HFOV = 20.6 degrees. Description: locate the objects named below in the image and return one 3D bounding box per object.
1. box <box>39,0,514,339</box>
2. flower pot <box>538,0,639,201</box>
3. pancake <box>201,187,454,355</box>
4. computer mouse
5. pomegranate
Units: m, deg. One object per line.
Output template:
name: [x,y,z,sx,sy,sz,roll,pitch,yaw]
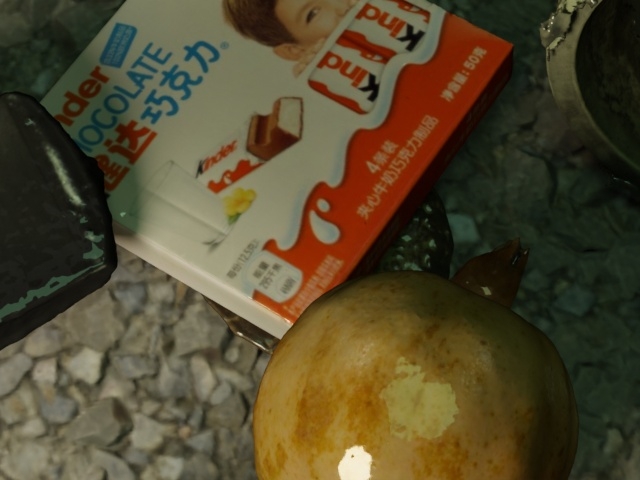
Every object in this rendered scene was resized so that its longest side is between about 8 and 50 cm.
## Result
box: [-0.043,-0.091,1.246,0.265,0.048,0.273,28,67,17]
flower pot: [0.325,-0.175,1.225,0.290,0.290,0.259,24,56,6]
pancake: [0.000,-0.001,1.243,0.199,0.021,0.199,1,65,-3]
computer mouse: [-0.279,0.021,1.176,0.295,0.087,0.168,-25,71,-9]
pomegranate: [0.059,0.115,1.106,0.207,0.207,0.207,1,67,-3]
